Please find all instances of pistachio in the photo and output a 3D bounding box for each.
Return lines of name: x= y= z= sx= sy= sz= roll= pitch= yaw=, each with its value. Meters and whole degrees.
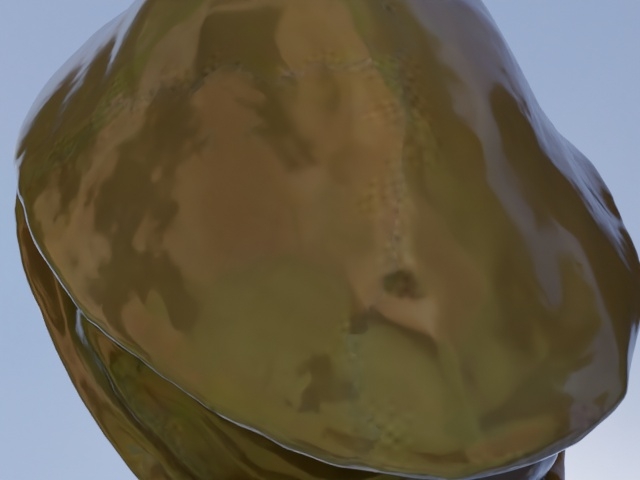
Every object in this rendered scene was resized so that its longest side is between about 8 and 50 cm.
pistachio: x=0.000 y=0.000 z=0.654 sx=0.229 sy=0.238 sz=0.321 roll=100 pitch=-30 yaw=-42
